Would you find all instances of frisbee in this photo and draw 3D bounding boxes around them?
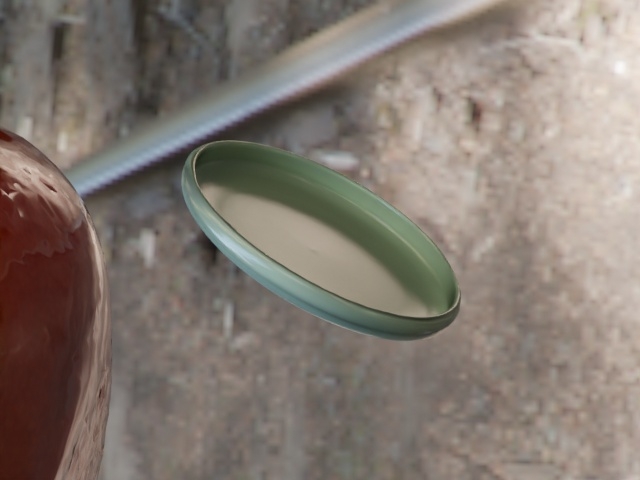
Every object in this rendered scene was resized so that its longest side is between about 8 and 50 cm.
[{"bbox_3d":[0.000,0.000,0.677,0.014,0.110,0.110,-61,37,22],"label":"frisbee"}]

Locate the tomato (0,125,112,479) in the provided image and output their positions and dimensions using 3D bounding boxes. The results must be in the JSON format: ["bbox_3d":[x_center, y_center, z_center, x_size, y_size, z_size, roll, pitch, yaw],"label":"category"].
[{"bbox_3d":[-0.233,0.084,0.797,0.325,0.293,0.289,82,-170,-61],"label":"tomato"}]
